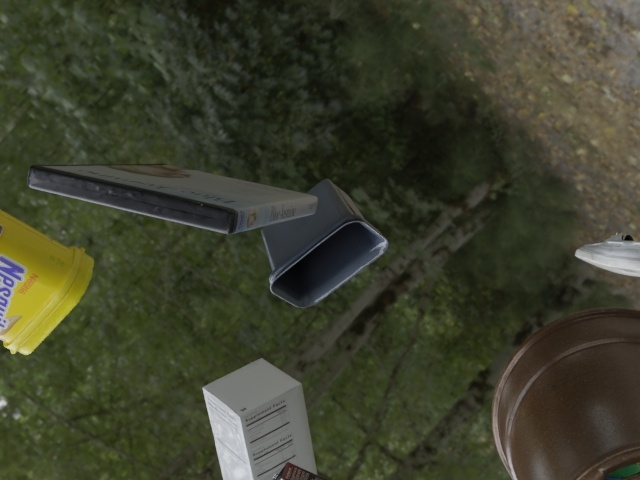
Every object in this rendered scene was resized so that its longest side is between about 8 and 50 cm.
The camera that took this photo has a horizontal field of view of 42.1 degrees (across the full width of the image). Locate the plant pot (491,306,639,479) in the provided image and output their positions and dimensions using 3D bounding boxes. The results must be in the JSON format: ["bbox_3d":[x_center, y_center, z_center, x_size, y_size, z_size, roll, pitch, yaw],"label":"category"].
[{"bbox_3d":[0.193,0.143,0.510,0.167,0.167,0.165,42,-165,-2],"label":"plant pot"}]

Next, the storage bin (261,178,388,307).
[{"bbox_3d":[0.000,0.000,0.971,0.098,0.135,0.091,34,-156,-47],"label":"storage bin"}]

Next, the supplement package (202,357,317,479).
[{"bbox_3d":[-0.105,0.364,1.511,0.139,0.133,0.244,23,128,50],"label":"supplement package"}]

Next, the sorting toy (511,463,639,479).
[{"bbox_3d":[0.323,0.268,0.897,0.255,0.090,0.257,9,159,5],"label":"sorting toy"}]

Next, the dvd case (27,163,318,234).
[{"bbox_3d":[-0.119,-0.044,0.761,0.180,0.022,0.253,13,-171,13],"label":"dvd case"}]

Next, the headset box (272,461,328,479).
[{"bbox_3d":[-0.034,0.382,1.298,0.083,0.032,0.062,25,140,-4],"label":"headset box"}]

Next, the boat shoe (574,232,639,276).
[{"bbox_3d":[0.503,0.019,1.382,0.066,0.063,0.184,23,175,-21],"label":"boat shoe"}]

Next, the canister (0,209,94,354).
[{"bbox_3d":[-0.329,0.026,0.808,0.170,0.126,0.073,34,-155,-28],"label":"canister"}]
